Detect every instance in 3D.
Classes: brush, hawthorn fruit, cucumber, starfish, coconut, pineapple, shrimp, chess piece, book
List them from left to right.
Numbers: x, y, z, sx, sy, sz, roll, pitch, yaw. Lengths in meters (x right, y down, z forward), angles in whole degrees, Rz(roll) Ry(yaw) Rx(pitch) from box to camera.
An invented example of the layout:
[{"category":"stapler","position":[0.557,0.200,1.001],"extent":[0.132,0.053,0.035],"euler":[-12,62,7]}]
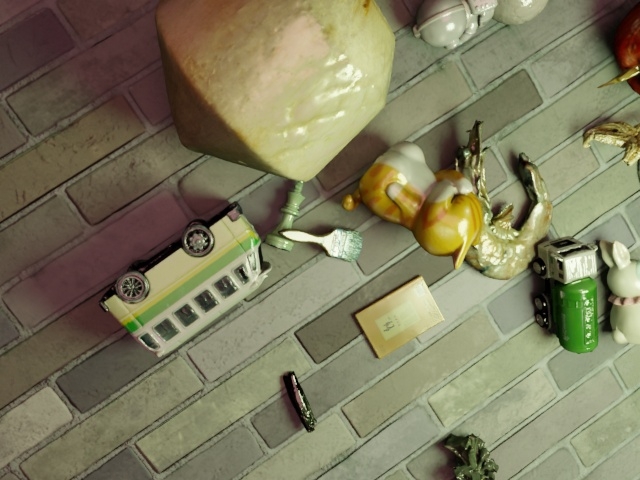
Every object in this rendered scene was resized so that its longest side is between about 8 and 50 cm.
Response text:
[{"category":"coconut","position":[-0.092,-0.298,0.943],"extent":[0.416,0.344,0.415],"euler":[2,101,9]},{"category":"chess piece","position":[-0.065,-0.054,1.113],"extent":[0.059,0.059,0.149],"euler":[18,87,-10]},{"category":"cucumber","position":[-0.044,0.345,1.160],"extent":[0.033,0.034,0.134],"euler":[-24,98,-2]},{"category":"brush","position":[0.000,0.000,1.114],"extent":[0.196,0.021,0.070],"euler":[11,94,-28]},{"category":"book","position":[0.174,0.168,1.191],"extent":[0.172,0.012,0.118],"euler":[-29,99,-6]},{"category":"pineapple","position":[0.350,0.551,1.205],"extent":[0.128,0.128,0.248],"euler":[-22,93,-7]},{"category":"shrimp","position":[0.386,-0.088,1.173],"extent":[0.247,0.085,0.360],"euler":[-20,104,-11]},{"category":"starfish","position":[0.678,-0.218,1.162],"extent":[0.210,0.053,0.150],"euler":[22,64,30]},{"category":"hawthorn fruit","position":[0.748,-0.411,1.116],"extent":[0.262,0.258,0.258],"euler":[-35,100,-22]}]

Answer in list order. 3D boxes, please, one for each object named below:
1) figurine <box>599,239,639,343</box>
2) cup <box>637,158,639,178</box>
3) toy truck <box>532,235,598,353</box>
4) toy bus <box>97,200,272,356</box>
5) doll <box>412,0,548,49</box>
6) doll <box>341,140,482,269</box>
[{"category":"figurine","position":[0.718,0.105,1.220],"extent":[0.155,0.127,0.235],"euler":[-10,94,10]},{"category":"cup","position":[0.892,-0.141,1.162],"extent":[0.301,0.257,0.227],"euler":[34,91,-12]},{"category":"toy truck","position":[0.539,0.120,1.178],"extent":[0.101,0.125,0.242],"euler":[-15,109,-7]},{"category":"toy bus","position":[-0.243,0.072,1.049],"extent":[0.305,0.143,0.179],"euler":[-36,102,-5]},{"category":"doll","position":[0.319,-0.476,1.096],"extent":[0.287,0.151,0.151],"euler":[-25,98,-3]},{"category":"doll","position":[0.198,-0.079,1.076],"extent":[0.270,0.162,0.167],"euler":[34,48,18]}]
